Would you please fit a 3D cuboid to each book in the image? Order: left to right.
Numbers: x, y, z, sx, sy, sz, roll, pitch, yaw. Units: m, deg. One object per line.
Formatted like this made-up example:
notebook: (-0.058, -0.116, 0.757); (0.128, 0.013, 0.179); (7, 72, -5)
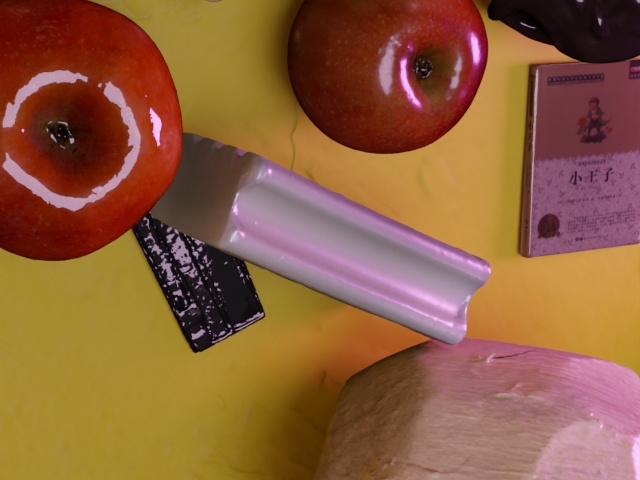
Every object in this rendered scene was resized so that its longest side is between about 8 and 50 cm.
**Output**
book: (0.267, -0.083, 1.614); (0.139, 0.016, 0.198); (-6, 107, -22)

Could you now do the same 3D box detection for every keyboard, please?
keyboard: (-0.128, -0.016, 1.460); (0.087, 0.017, 0.250); (-30, 114, -12)

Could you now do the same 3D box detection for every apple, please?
apple: (-0.220, -0.092, 1.293); (0.218, 0.201, 0.218); (-2, 99, -16)
apple: (0.062, -0.163, 1.417); (0.181, 0.168, 0.181); (-7, 105, -27)

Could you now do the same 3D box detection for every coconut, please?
coconut: (0.178, 0.262, 1.469); (0.360, 0.346, 0.346); (9, 105, 12)

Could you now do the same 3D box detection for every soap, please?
soap: (0.000, 0.000, 1.428); (0.265, 0.160, 0.087); (24, 90, -32)

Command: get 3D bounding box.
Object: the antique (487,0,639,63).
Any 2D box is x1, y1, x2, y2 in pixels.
antique: (0.281, -0.294, 1.441); (0.255, 0.185, 0.322); (39, 127, -19)
